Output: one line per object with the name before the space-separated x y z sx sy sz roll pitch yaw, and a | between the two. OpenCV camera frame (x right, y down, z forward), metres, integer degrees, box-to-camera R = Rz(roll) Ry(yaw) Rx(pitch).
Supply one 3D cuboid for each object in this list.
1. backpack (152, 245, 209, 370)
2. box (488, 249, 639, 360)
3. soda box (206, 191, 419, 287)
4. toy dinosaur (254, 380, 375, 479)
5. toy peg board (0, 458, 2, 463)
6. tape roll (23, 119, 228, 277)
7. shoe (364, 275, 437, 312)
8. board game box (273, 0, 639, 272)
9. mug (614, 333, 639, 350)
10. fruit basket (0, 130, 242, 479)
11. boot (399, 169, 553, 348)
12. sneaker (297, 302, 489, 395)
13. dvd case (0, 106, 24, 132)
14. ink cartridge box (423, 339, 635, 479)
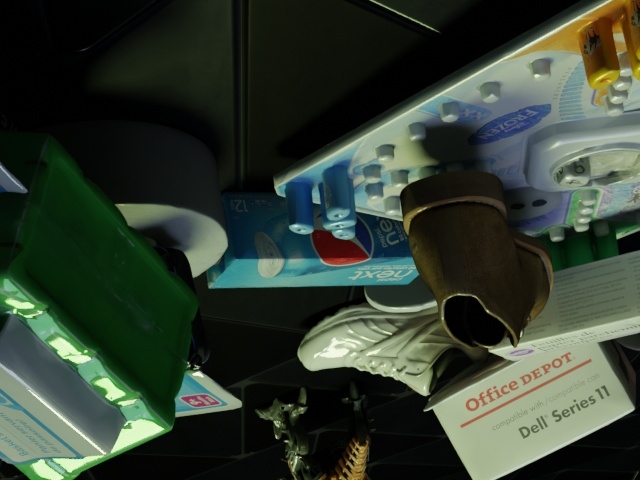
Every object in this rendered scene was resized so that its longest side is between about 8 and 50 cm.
backpack | -0.151 0.065 1.002 0.114 0.105 0.084 -16 173 7
box | 0.307 0.044 1.175 0.324 0.067 0.063 -17 158 28
soda box | 0.000 0.000 1.170 0.210 0.067 0.071 -1 157 -27
toy dinosaur | 0.023 0.324 1.818 0.164 0.218 0.322 5 154 -36
toy peg board | -0.392 0.196 1.342 0.161 0.079 0.161 -17 121 20
tape roll | -0.186 -0.015 1.026 0.219 0.072 0.219 -9 159 -4
shoe | 0.137 0.048 1.369 0.178 0.063 0.081 -16 154 0
board game box | 0.228 -0.059 1.031 0.390 0.050 0.390 11 155 -38
mug | 0.443 0.074 1.538 0.150 0.113 0.169 -25 159 37
fruit basket | -0.277 0.069 0.842 0.353 0.165 0.327 -15 138 19
boot | 0.134 0.046 1.059 0.112 0.115 0.305 -13 161 15
sneaker | 0.087 0.128 1.480 0.232 0.115 0.090 -16 159 11
dvd case | -0.278 -0.041 0.857 0.179 0.030 0.239 -18 138 18
ink cartridge box | 0.256 0.179 1.507 0.207 0.119 0.353 -30 174 13
